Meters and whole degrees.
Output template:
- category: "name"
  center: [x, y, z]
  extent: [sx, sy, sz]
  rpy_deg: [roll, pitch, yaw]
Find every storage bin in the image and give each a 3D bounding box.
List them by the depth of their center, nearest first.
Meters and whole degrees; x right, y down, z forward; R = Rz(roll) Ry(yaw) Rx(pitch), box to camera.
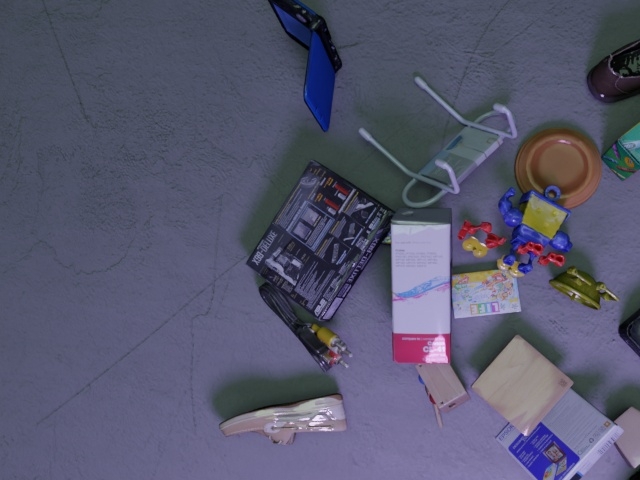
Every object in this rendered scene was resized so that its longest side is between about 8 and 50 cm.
- category: "storage bin"
  center: [0.771, 0.187, 1.605]
  extent: [0.180, 0.084, 0.122]
  rpy_deg: [-41, 79, 2]

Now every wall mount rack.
- category: "wall mount rack"
  center: [0.275, -0.246, 1.698]
  extent: [0.350, 0.130, 0.304]
  rpy_deg: [-43, 40, -14]

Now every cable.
- category: "cable"
  center: [-0.035, 0.207, 1.742]
  extent: [0.072, 0.139, 0.287]
  rpy_deg: [-34, 58, -20]

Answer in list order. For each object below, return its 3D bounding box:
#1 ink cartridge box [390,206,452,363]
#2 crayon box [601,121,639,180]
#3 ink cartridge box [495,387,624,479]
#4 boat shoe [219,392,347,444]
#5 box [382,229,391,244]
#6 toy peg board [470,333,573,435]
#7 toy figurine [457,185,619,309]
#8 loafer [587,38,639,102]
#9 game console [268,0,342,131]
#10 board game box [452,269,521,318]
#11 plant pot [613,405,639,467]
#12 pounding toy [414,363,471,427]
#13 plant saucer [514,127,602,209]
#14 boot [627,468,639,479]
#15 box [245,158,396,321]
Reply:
- category: "ink cartridge box"
  center: [0.225, 0.092, 1.595]
  extent: [0.131, 0.226, 0.306]
  rpy_deg: [2, 102, 10]
- category: "crayon box"
  center: [0.778, -0.260, 1.615]
  extent: [0.278, 0.165, 0.081]
  rpy_deg: [-38, 79, 3]
- category: "ink cartridge box"
  center: [0.518, 0.428, 1.592]
  extent: [0.206, 0.208, 0.045]
  rpy_deg: [-48, 121, 2]
- category: "boat shoe"
  center: [-0.088, 0.435, 1.706]
  extent: [0.302, 0.109, 0.098]
  rpy_deg: [-12, 80, 2]
- category: "box"
  center: [0.189, -0.013, 1.735]
  extent: [0.169, 0.059, 0.054]
  rpy_deg: [6, 85, 10]
- category: "toy peg board"
  center: [0.452, 0.324, 1.644]
  extent: [0.160, 0.079, 0.161]
  rpy_deg: [41, 91, 10]
- category: "toy figurine"
  center: [0.517, -0.024, 1.619]
  extent: [0.362, 0.191, 0.217]
  rpy_deg: [28, 73, 1]
- category: "loafer"
  center: [0.801, -0.423, 1.649]
  extent: [0.366, 0.130, 0.134]
  rpy_deg: [-25, 80, 5]
- category: "game console"
  center: [-0.053, -0.424, 1.706]
  extent: [0.250, 0.293, 0.173]
  rpy_deg: [38, 90, 12]
- category: "board game box"
  center: [0.385, 0.124, 1.704]
  extent: [0.154, 0.026, 0.103]
  rpy_deg: [-8, 82, 8]
- category: "plant pot"
  center: [0.687, 0.423, 1.585]
  extent: [0.109, 0.109, 0.096]
  rpy_deg: [-42, 66, 3]
- category: "pounding toy"
  center: [0.275, 0.342, 1.654]
  extent: [0.100, 0.141, 0.130]
  rpy_deg: [-31, 65, 4]
- category: "plant saucer"
  center: [0.561, -0.171, 1.706]
  extent: [0.200, 0.037, 0.200]
  rpy_deg: [-1, 83, 10]
- category: "boot"
  center: [0.802, 0.577, 1.528]
  extent: [0.260, 0.131, 0.348]
  rpy_deg: [44, 91, 11]
- category: "box"
  center: [0.000, 0.000, 1.719]
  extent: [0.242, 0.076, 0.307]
  rpy_deg: [35, 96, 23]
